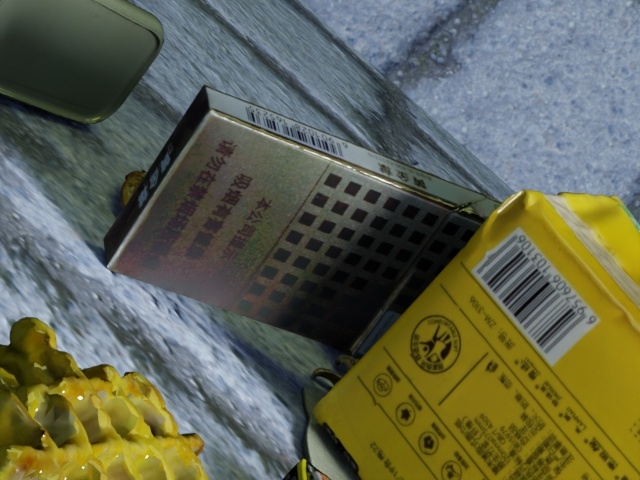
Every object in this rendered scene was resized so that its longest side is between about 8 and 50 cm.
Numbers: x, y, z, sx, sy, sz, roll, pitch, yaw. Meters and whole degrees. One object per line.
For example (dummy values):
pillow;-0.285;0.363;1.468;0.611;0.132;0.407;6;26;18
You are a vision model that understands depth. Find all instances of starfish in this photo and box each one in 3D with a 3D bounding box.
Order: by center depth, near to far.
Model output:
starfish;0.063;0.131;1.678;0.130;0.041;0.133;3;15;12

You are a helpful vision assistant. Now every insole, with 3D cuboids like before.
insole;0.007;0.171;1.539;0.063;0.010;0.192;39;14;-15

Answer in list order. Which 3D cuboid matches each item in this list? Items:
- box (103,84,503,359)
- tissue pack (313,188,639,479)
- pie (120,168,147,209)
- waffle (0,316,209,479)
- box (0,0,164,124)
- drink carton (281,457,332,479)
box;0.001;-0.001;1.532;0.324;0.180;0.047;21;31;-26
tissue pack;0.229;0.187;1.473;0.382;0.293;0.228;52;21;26
pie;-0.147;-0.023;1.651;0.092;0.034;0.170;41;19;-16
waffle;-0.090;0.172;1.020;0.293;0.069;0.260;50;14;-25
box;-0.289;-0.221;1.670;0.178;0.138;0.274;42;9;25
drink carton;0.002;0.223;1.256;0.071;0.056;0.166;36;15;-16
